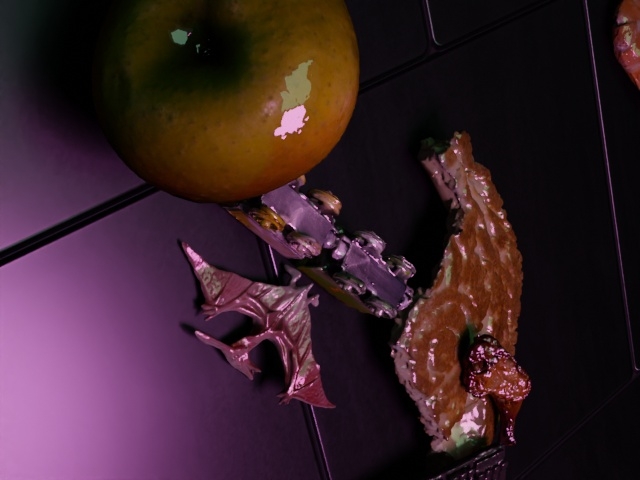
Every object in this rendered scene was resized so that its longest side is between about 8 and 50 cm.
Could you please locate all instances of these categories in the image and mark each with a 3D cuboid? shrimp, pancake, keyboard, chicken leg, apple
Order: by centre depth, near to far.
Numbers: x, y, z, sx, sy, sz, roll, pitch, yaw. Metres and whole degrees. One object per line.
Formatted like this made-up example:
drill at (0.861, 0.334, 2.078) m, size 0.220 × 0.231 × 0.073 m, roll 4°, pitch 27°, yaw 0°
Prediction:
apple at (-0.063, -0.121, 0.783) m, size 0.157 × 0.196 × 0.196 m, roll 24°, pitch 79°, yaw -78°
keyboard at (0.089, 0.265, 1.058) m, size 0.231 × 0.023 × 0.072 m, roll -18°, pitch 122°, yaw -26°
pancake at (0.125, 0.079, 1.080) m, size 0.197 × 0.054 × 0.376 m, roll -7°, pitch 101°, yaw -48°
chicken leg at (0.177, 0.148, 1.084) m, size 0.062 × 0.037 × 0.145 m, roll -41°, pitch 128°, yaw -9°
shrimp at (0.385, -0.207, 1.274) m, size 0.091 × 0.043 × 0.184 m, roll -49°, pitch 126°, yaw -29°

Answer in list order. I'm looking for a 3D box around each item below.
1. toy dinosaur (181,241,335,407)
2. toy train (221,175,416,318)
toy dinosaur at (-0.046, 0.071, 0.933) m, size 0.108 × 0.032 × 0.220 m, roll -49°, pitch 117°, yaw -21°
toy train at (0.000, 0.000, 0.934) m, size 0.202 × 0.081 × 0.060 m, roll 39°, pitch 70°, yaw -32°
